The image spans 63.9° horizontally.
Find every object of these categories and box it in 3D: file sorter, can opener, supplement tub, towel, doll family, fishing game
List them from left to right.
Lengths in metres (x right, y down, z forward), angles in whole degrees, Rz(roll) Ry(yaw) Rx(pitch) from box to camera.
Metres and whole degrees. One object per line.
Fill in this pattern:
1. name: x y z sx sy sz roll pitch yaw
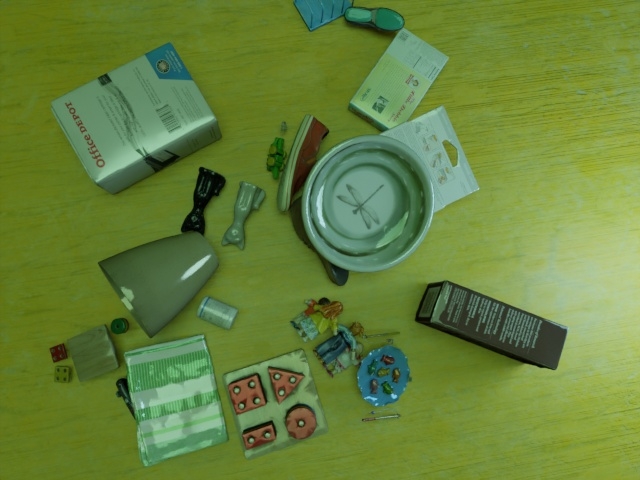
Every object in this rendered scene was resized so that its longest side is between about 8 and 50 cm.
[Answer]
1. can opener: -0.535 0.478 1.490 0.073 0.059 0.186 -27 86 16
2. towel: -0.421 0.455 1.488 0.248 0.038 0.324 -11 82 -20
3. supplement tub: -0.309 0.217 1.536 0.107 0.071 0.070 24 81 -1
4. file sorter: 0.015 -0.794 1.681 0.170 0.104 0.118 -29 85 -7
5. doll family: 0.039 0.277 1.525 0.163 0.118 0.263 -37 86 -8
6. fishing game: 0.196 0.406 1.527 0.189 0.041 0.263 4 88 -27

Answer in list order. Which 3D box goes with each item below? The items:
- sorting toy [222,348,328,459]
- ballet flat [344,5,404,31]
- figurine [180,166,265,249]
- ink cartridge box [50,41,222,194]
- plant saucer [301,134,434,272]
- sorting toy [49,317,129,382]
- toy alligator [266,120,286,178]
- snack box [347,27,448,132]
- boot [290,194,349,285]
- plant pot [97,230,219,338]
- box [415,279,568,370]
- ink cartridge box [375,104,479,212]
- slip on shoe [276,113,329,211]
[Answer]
1. sorting toy: -0.132 0.481 1.501 0.256 0.089 0.256 -17 83 -6
2. ballet flat: 0.179 -0.733 1.696 0.203 0.074 0.074 13 81 8
3. figurine: -0.301 -0.092 1.580 0.215 0.092 0.209 19 89 -2
4. ink cartridge box: -0.546 -0.362 1.553 0.395 0.166 0.285 -30 84 -8
5. plant saucer: 0.133 -0.109 1.512 0.401 0.100 0.400 -3 102 -12
6. sorting toy: -0.662 0.330 1.500 0.275 0.046 0.132 -23 83 10
7. toy alligator: -0.142 -0.285 1.629 0.051 0.056 0.189 1 80 37
8. snack box: 0.254 -0.513 1.678 0.187 0.060 0.321 34 82 1
9. boot: 0.000 0.000 1.587 0.115 0.112 0.305 -18 92 32
10. plant pot: -0.440 0.097 1.475 0.274 0.256 0.256 -35 85 -24
11. box: 0.497 0.248 1.523 0.382 0.191 0.143 23 81 -1
12. ink cartridge box: 0.318 -0.234 1.611 0.261 0.066 0.296 -26 97 -6
13. slip on shoe: -0.055 -0.235 1.588 0.101 0.123 0.331 22 70 -10
